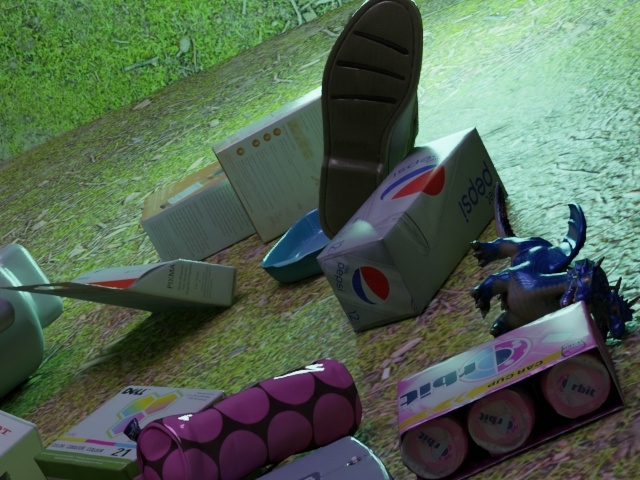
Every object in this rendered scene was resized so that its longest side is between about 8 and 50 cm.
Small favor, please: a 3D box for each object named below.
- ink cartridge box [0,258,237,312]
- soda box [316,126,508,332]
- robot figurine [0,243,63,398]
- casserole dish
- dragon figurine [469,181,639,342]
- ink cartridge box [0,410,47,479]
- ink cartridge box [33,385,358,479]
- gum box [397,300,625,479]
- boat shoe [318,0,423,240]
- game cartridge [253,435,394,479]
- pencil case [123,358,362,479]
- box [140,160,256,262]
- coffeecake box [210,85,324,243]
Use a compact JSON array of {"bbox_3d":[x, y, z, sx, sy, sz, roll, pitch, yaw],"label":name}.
[{"bbox_3d":[-0.250,0.047,2.233,0.232,0.066,0.189,16,-13,-35],"label":"ink cartridge box"},{"bbox_3d":[0.107,-0.017,1.992,0.091,0.098,0.286,-17,18,34],"label":"soda box"},{"bbox_3d":[-0.496,0.145,2.302,0.353,0.200,0.300,-40,5,-37],"label":"robot figurine"},{"bbox_3d":[0.000,0.000,2.231,0.114,0.037,0.188,-19,17,30],"label":"casserole dish"},{"bbox_3d":[0.221,0.022,1.686,0.144,0.085,0.289,-21,21,17],"label":"dragon figurine"},{"bbox_3d":[-0.415,0.263,1.895,0.158,0.092,0.218,17,39,30],"label":"ink cartridge box"},{"bbox_3d":[-0.121,0.180,1.747,0.255,0.097,0.189,-38,18,-30],"label":"ink cartridge box"},{"bbox_3d":[0.151,0.130,1.506,0.188,0.062,0.107,-25,15,10],"label":"gum box"},{"bbox_3d":[0.060,-0.148,2.117,0.113,0.302,0.103,17,19,12],"label":"boat shoe"},{"bbox_3d":[-0.020,0.255,1.419,0.196,0.060,0.294,-30,15,7],"label":"game cartridge"},{"bbox_3d":[-0.065,0.173,1.615,0.209,0.095,0.098,-16,-26,-35],"label":"pencil case"},{"bbox_3d":[-0.155,-0.044,2.532,0.170,0.091,0.130,-27,15,4],"label":"box"},{"bbox_3d":[-0.031,-0.105,2.419,0.185,0.142,0.068,-28,16,-3],"label":"coffeecake box"}]
